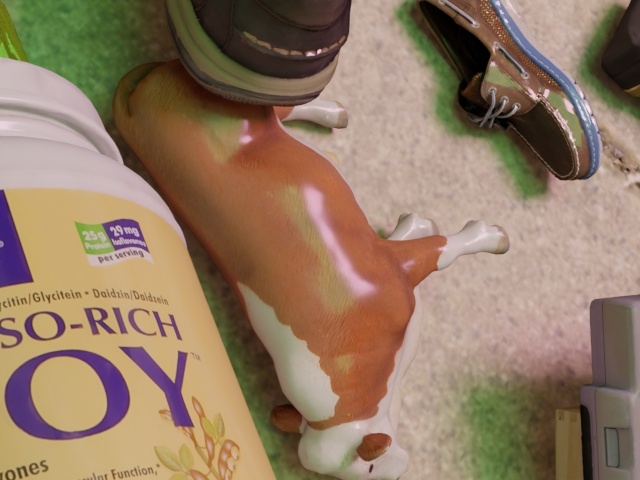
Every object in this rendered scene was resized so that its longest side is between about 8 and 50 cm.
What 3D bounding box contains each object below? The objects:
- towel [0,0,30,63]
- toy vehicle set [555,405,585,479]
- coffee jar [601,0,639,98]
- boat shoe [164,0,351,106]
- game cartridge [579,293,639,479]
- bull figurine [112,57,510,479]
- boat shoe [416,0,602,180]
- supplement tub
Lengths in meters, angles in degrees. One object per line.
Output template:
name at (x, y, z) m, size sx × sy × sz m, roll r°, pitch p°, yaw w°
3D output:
towel at (-0.276, -0.073, 0.829) m, size 0.237 × 0.021 × 0.102 m, roll -21°, pitch 86°, yaw -31°
toy vehicle set at (0.284, 0.191, 1.005) m, size 0.267 × 0.035 × 0.165 m, roll -3°, pitch 91°, yaw -28°
coffee jar at (0.309, -0.123, 1.112) m, size 0.184 × 0.079 × 0.096 m, roll 36°, pitch 61°, yaw -13°
boat shoe at (-0.047, -0.257, 0.872) m, size 0.132 × 0.130 × 0.355 m, roll -7°, pitch 67°, yaw -32°
game cartridge at (0.280, 0.205, 0.951) m, size 0.230 × 0.068 × 0.354 m, roll -4°, pitch 92°, yaw -24°
bull figurine at (0.000, 0.000, 0.904) m, size 0.188 × 0.101 × 0.310 m, roll -35°, pitch 93°, yaw -34°
boat shoe at (0.131, -0.113, 1.032) m, size 0.066 × 0.066 × 0.183 m, roll -29°, pitch 80°, yaw -26°
supplement tub at (-0.152, 0.102, 0.676) m, size 0.241 × 0.241 × 0.331 m, roll -8°, pitch 59°, yaw -29°
